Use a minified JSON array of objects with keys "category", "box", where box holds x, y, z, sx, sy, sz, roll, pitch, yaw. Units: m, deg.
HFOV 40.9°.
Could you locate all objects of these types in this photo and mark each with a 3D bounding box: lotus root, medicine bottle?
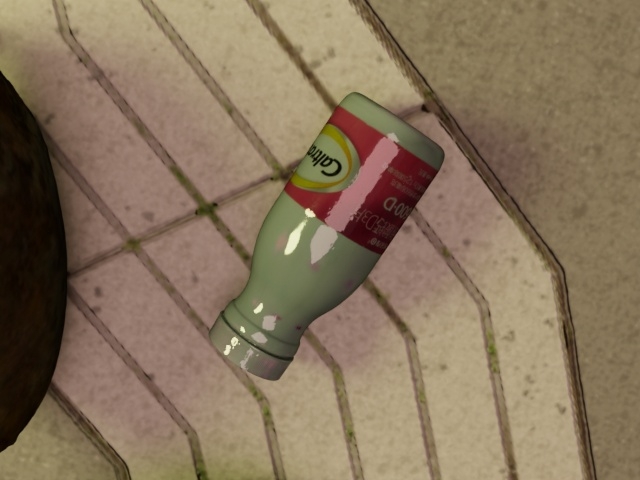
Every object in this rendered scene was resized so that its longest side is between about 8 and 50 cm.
[{"category":"lotus root","box":[-0.247,0.003,0.580,0.142,0.210,0.314,-3,117,-15]},{"category":"medicine bottle","box":[0.000,0.000,0.649,0.090,0.090,0.217,33,97,-7]}]
